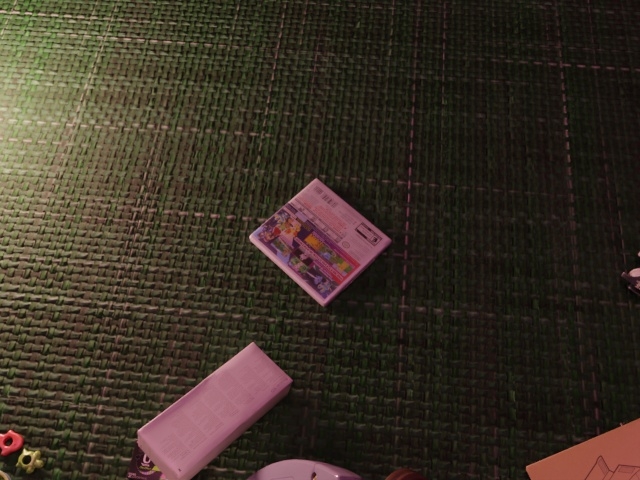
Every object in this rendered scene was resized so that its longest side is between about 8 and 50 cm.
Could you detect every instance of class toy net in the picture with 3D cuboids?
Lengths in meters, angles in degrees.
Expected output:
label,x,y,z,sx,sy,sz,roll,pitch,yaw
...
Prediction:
label,x,y,z,sx,sy,sz,roll,pitch,yaw
toy net,-0.572,0.342,1.060,0.232,0.045,0.122,26,66,14

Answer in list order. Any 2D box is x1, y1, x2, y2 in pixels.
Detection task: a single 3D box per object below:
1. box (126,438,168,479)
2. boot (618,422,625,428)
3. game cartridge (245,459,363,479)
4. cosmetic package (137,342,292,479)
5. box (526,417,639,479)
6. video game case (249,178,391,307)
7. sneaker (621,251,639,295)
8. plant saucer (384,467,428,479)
label,x,y,z,sx,sy,sz,roll,pitch,yaw
box,-0.255,0.357,1.043,0.084,0.052,0.062,6,63,5
boot,0.583,0.337,1.025,0.229,0.091,0.262,17,57,18
game cartridge,-0.041,0.406,0.898,0.062,0.297,0.198,24,59,-24
cosmetic package,-0.164,0.274,1.045,0.099,0.060,0.239,40,52,21
box,0.441,0.383,0.988,0.201,0.021,0.164,-28,59,11
video game case,0.000,0.000,1.239,0.201,0.023,0.183,41,70,18
sneaker,0.601,0.105,1.136,0.153,0.094,0.234,12,64,9
plant saucer,0.132,0.450,0.875,0.041,0.278,0.277,-12,59,29
